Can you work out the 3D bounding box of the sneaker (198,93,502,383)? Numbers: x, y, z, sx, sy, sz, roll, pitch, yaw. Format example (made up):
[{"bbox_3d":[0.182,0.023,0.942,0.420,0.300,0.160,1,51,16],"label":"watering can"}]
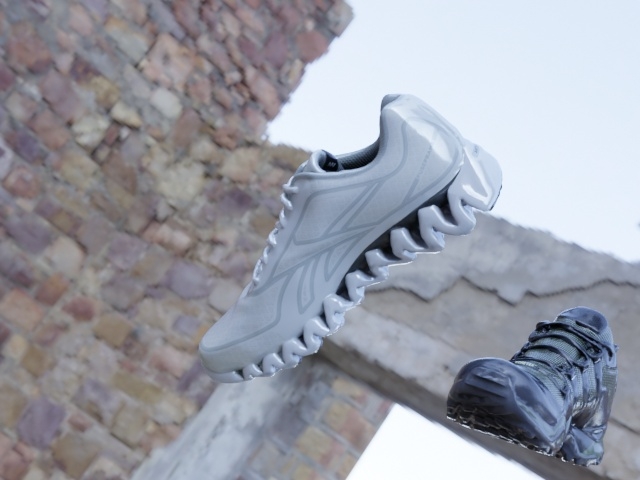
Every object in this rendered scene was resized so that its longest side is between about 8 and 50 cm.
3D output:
[{"bbox_3d":[0.000,0.000,0.861,0.118,0.292,0.110,44,17,-18],"label":"sneaker"}]

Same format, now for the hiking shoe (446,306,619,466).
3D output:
[{"bbox_3d":[0.163,0.096,0.799,0.086,0.114,0.227,15,-8,30],"label":"hiking shoe"}]
